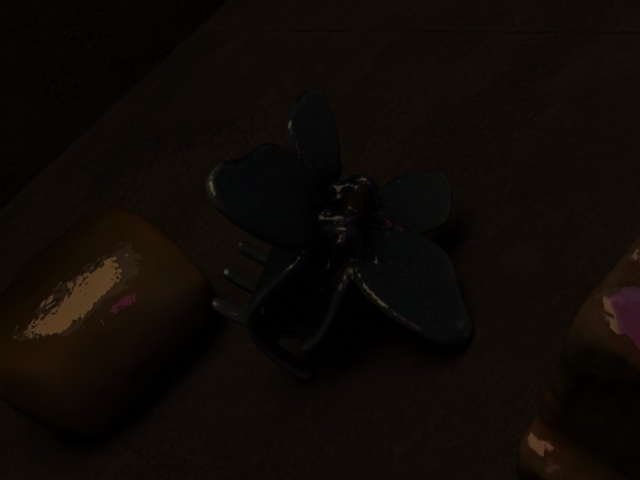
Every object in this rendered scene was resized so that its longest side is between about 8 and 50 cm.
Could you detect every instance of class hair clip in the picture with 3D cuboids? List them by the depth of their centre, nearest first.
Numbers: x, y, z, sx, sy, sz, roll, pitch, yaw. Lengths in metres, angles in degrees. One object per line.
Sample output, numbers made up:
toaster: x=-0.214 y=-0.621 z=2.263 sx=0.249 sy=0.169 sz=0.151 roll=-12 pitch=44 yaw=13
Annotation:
hair clip: x=0.000 y=0.000 z=1.361 sx=0.238 sy=0.392 sz=0.318 roll=-47 pitch=18 yaw=43

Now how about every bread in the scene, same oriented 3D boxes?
bread: x=-0.385 y=0.128 z=1.609 sx=0.376 sy=0.253 sz=0.348 roll=-46 pitch=34 yaw=-11

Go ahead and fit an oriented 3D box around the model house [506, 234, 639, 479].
model house: x=0.365 y=0.137 z=0.699 sx=0.343 sy=0.382 sz=0.334 roll=37 pitch=74 yaw=23
